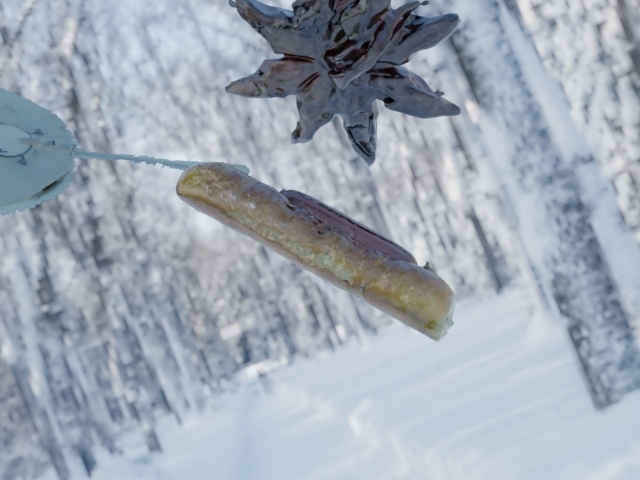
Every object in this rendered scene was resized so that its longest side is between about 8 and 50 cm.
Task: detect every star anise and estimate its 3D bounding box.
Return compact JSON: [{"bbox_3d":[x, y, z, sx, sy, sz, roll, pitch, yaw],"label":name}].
[{"bbox_3d":[0.022,-0.177,1.516,0.272,0.272,0.102,-24,24,23],"label":"star anise"}]

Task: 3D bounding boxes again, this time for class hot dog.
[{"bbox_3d":[0.000,0.000,0.995,0.047,0.215,0.066,-60,-21,-4],"label":"hot dog"}]

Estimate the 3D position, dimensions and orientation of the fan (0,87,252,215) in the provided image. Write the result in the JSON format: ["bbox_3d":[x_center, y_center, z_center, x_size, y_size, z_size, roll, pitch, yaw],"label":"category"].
[{"bbox_3d":[-0.267,-0.092,1.455,0.414,0.233,0.012,4,-52,-19],"label":"fan"}]
